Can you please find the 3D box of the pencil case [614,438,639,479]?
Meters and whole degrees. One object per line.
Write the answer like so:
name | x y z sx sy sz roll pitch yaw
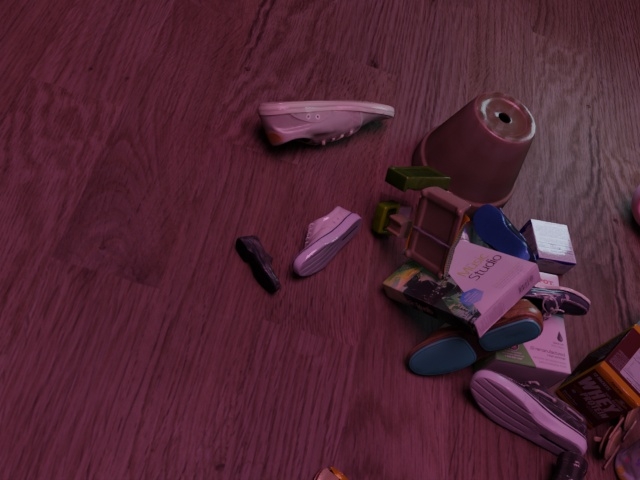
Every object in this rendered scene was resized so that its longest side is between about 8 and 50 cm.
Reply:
pencil case | 0.818 0.500 1.670 0.113 0.273 0.124 41 47 17

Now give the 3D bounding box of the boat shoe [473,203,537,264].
boat shoe | 0.501 0.001 1.935 0.089 0.109 0.258 33 24 -34

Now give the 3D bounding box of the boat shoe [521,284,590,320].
boat shoe | 0.546 0.152 1.749 0.254 0.095 0.079 17 53 -5

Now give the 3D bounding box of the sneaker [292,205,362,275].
sneaker | 0.000 0.000 1.822 0.091 0.094 0.258 30 47 24

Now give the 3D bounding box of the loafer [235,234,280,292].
loafer | -0.141 0.052 1.744 0.061 0.062 0.170 -22 69 -35

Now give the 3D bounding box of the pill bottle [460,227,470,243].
pill bottle | 0.379 -0.002 1.960 0.067 0.067 0.120 3 58 -18

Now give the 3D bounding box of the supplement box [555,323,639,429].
supplement box | 0.743 0.347 1.787 0.194 0.191 0.129 -33 75 -34

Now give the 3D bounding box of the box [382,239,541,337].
box | 0.341 0.101 1.740 0.232 0.058 0.322 -38 32 -23

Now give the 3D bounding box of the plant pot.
plant pot | 0.468 -0.268 2.036 0.323 0.280 0.323 10 56 -15

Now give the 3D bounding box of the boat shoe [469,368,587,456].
boat shoe | 0.509 0.405 1.728 0.335 0.121 0.119 37 45 -8

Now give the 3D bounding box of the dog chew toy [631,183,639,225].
dog chew toy | 1.147 -0.126 2.247 0.332 0.206 0.206 -12 63 -36

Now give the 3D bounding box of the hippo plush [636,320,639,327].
hippo plush | 0.996 0.280 1.952 0.236 0.234 0.294 31 94 23

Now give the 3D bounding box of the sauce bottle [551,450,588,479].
sauce bottle | 0.524 0.634 1.574 0.111 0.111 0.344 35 53 4

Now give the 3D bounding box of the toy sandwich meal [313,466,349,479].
toy sandwich meal | 0.026 0.526 1.513 0.085 0.029 0.085 9 56 -14

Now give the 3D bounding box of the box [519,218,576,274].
box | 0.658 0.019 2.044 0.126 0.072 0.137 9 55 -15

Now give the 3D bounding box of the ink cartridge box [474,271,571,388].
ink cartridge box | 0.512 0.217 1.832 0.211 0.121 0.289 12 55 -11

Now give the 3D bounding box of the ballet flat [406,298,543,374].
ballet flat | 0.369 0.225 1.708 0.116 0.342 0.124 53 24 -23

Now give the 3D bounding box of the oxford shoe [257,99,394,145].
oxford shoe | 0.020 -0.341 2.025 0.449 0.169 0.130 -11 104 -34

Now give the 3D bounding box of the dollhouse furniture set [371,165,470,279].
dollhouse furniture set | 0.295 -0.052 1.816 0.151 0.197 0.301 -3 26 -34

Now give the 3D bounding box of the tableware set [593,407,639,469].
tableware set | 0.746 0.468 1.771 0.039 0.128 0.194 23 46 37
